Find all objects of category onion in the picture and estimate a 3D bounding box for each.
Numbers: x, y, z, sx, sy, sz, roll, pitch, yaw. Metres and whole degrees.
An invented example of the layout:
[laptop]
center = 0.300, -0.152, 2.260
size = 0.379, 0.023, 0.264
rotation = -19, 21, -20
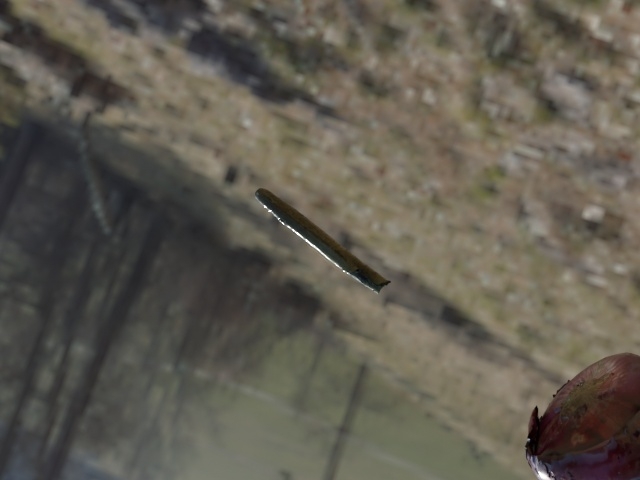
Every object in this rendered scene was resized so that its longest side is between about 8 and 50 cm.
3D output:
[onion]
center = 0.258, 0.181, 1.669
size = 0.150, 0.150, 0.140
rotation = -2, 126, 56

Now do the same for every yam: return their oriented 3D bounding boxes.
[yam]
center = 0.000, 0.000, 1.269
size = 0.107, 0.014, 0.014
rotation = 37, 168, 8
